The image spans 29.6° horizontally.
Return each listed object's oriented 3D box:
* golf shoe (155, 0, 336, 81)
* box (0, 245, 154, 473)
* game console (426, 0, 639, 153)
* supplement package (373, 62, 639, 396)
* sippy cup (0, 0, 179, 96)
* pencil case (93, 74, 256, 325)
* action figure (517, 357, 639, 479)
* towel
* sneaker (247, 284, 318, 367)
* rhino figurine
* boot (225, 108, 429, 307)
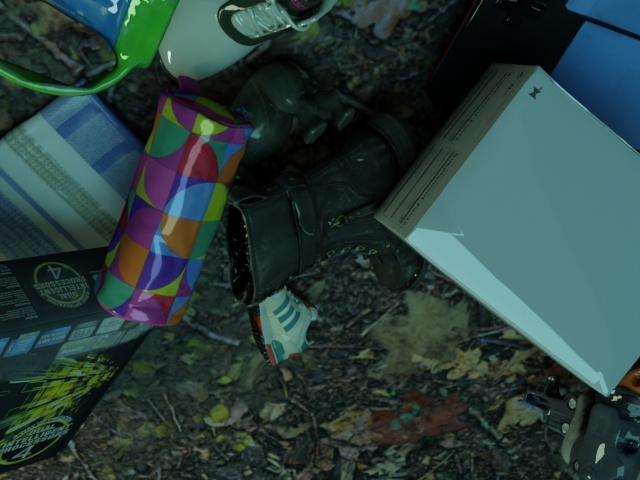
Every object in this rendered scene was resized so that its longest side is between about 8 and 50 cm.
[{"bbox_3d":[-0.055,-0.236,1.142,0.273,0.120,0.105,-38,124,20],"label":"golf shoe"},{"bbox_3d":[-0.383,0.150,1.236,0.395,0.097,0.318,-9,145,-48],"label":"box"},{"bbox_3d":[0.343,-0.208,1.212,0.386,0.060,0.342,17,130,-12],"label":"game console"},{"bbox_3d":[0.224,-0.014,1.189,0.262,0.145,0.204,37,91,-13],"label":"supplement package"},{"bbox_3d":[-0.203,-0.296,1.021,0.224,0.305,0.240,24,148,-11],"label":"sippy cup"},{"bbox_3d":[-0.143,-0.034,1.181,0.104,0.104,0.236,17,104,-20],"label":"pencil case"},{"bbox_3d":[0.320,0.183,1.407,0.178,0.341,0.330,-4,96,-37],"label":"action figure"},{"bbox_3d":[-0.294,-0.025,1.309,0.285,0.034,0.209,-35,121,14],"label":"towel"},{"bbox_3d":[-0.045,0.072,1.415,0.075,0.057,0.161,-20,127,-16],"label":"sneaker"},{"bbox_3d":[-0.085,-0.083,1.246,0.243,0.106,0.073,-46,164,10],"label":"rhino figurine"},{"bbox_3d":[0.000,0.000,1.267,0.229,0.091,0.263,-34,137,-23],"label":"boot"}]
